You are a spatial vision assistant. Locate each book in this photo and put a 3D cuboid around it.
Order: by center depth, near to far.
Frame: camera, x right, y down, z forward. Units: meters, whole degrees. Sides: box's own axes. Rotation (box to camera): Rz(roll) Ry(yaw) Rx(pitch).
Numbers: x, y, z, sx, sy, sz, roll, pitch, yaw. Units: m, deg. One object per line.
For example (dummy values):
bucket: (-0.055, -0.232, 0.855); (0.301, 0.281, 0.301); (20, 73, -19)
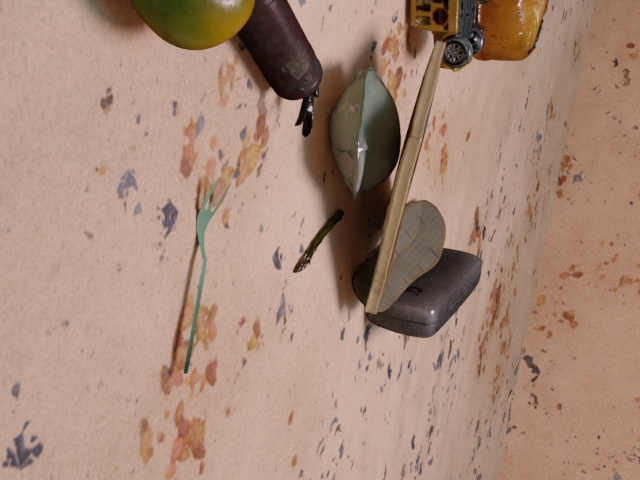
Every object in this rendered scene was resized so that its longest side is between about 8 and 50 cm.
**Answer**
book: (0.135, -0.095, 1.483); (0.263, 0.028, 0.374); (-69, 172, -45)

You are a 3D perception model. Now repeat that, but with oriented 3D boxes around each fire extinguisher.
fire extinguisher: (-0.054, -0.231, 1.127); (0.268, 0.072, 0.089); (55, 41, -58)

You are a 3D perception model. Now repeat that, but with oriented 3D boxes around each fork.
fork: (-0.145, 0.040, 1.095); (0.039, 0.021, 0.235); (16, 86, -62)

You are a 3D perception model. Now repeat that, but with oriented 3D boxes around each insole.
insole: (0.152, 0.023, 1.675); (0.119, 0.009, 0.348); (50, 41, -3)

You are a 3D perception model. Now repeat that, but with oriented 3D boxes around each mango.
mango: (-0.136, -0.307, 0.881); (0.156, 0.114, 0.251); (-34, 118, -45)

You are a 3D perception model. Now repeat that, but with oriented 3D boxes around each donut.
donut: (0.381, -0.527, 1.898); (0.299, 0.150, 0.317); (-39, 133, -60)

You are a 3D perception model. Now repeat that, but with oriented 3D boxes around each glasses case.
glasses case: (0.204, 0.091, 1.751); (0.323, 0.131, 0.074); (-34, 131, -59)

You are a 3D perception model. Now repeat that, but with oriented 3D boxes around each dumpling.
dumpling: (0.055, -0.146, 1.373); (0.149, 0.104, 0.217); (-32, 134, -46)

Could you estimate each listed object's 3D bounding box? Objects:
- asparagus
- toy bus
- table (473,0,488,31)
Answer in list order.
asparagus: (0.000, 0.000, 1.405); (0.163, 0.016, 0.016); (-55, 165, -46)
toy bus: (0.219, -0.465, 1.586); (0.121, 0.123, 0.336); (-43, 137, -56)
table: (0.267, -0.436, 1.754); (0.083, 0.082, 0.070); (-8, 107, -66)
